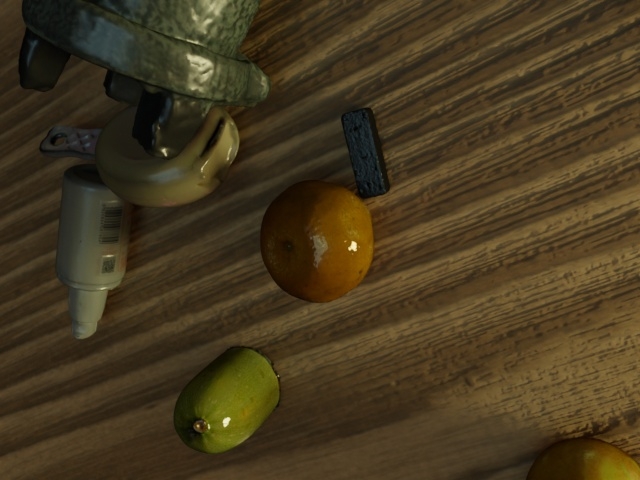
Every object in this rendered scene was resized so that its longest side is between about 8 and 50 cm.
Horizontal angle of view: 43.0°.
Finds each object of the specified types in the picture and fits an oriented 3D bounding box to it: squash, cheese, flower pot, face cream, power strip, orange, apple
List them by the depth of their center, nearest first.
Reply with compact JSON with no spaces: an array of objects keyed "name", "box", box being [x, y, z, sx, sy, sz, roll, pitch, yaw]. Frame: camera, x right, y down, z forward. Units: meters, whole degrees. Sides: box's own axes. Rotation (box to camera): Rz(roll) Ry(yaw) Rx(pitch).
[{"name":"flower pot","box":[-0.179,-0.263,0.939,0.299,0.299,0.283,28,105,12]},{"name":"apple","box":[0.314,0.321,0.973,0.146,0.147,0.163,25,115,14]},{"name":"power strip","box":[0.057,-0.108,1.015,0.037,0.029,0.111,-9,99,24]},{"name":"orange","box":[0.000,0.000,1.021,0.154,0.134,0.155,8,101,43]},{"name":"cheese","box":[-0.250,-0.125,1.076,0.286,0.163,0.082,11,144,24]},{"name":"squash","box":[-0.132,0.227,1.107,0.123,0.186,0.123,3,103,15]},{"name":"face cream","box":[-0.328,0.022,1.167,0.101,0.101,0.252,19,112,16]}]
